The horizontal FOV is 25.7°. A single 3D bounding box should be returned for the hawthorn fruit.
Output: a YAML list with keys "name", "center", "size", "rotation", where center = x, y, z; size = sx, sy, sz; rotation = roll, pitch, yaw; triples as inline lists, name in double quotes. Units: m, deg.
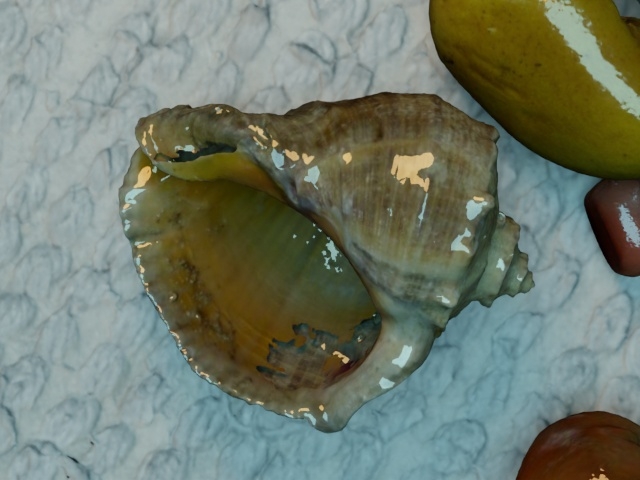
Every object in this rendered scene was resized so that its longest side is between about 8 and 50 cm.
- name: "hawthorn fruit"
  center: [0.239, 0.275, 1.201]
  size: [0.199, 0.199, 0.251]
  rotation: [28, 106, 4]

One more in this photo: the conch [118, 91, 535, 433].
- name: "conch"
  center: [0.008, 0.002, 1.208]
  size: [0.352, 0.210, 0.297]
  rotation: [23, 95, 25]

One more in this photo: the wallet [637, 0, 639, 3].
- name: "wallet"
  center: [0.318, -0.310, 1.189]
  size: [0.237, 0.075, 0.342]
  rotation: [-37, 82, -12]

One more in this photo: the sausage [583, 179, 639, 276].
- name: "sausage"
  center: [0.273, -0.014, 1.240]
  size: [0.054, 0.059, 0.094]
  rotation: [-22, 86, -11]

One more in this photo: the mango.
- name: "mango"
  center: [0.205, -0.154, 1.182]
  size: [0.262, 0.167, 0.130]
  rotation: [48, 51, 9]
